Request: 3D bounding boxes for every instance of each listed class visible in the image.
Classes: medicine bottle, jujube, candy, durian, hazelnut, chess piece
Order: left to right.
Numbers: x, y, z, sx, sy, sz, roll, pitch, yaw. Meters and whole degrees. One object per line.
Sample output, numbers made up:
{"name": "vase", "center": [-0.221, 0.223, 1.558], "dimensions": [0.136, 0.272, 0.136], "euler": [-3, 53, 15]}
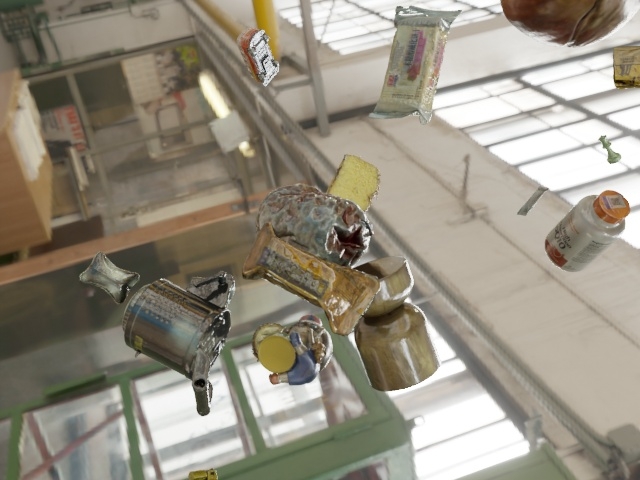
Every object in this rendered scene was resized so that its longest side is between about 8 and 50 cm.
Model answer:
{"name": "durian", "center": [-0.154, 0.307, 2.084], "dimensions": [0.110, 0.140, 0.071], "euler": [35, -39, 2]}
{"name": "candy", "center": [-0.024, 0.080, 1.451], "dimensions": [0.271, 0.143, 0.101], "euler": [27, -13, 5]}
{"name": "jujube", "center": [-0.018, -0.028, 1.795], "dimensions": [0.317, 0.226, 0.226], "euler": [15, -56, 48]}
{"name": "hazelnut", "center": [0.670, -0.680, 1.926], "dimensions": [0.372, 0.372, 0.315], "euler": [-140, -129, -70]}
{"name": "medicine bottle", "center": [0.796, -0.034, 2.137], "dimensions": [0.288, 0.157, 0.157], "euler": [111, -38, -59]}
{"name": "chess piece", "center": [0.830, -0.267, 2.081], "dimensions": [0.093, 0.042, 0.042], "euler": [52, -5, -17]}

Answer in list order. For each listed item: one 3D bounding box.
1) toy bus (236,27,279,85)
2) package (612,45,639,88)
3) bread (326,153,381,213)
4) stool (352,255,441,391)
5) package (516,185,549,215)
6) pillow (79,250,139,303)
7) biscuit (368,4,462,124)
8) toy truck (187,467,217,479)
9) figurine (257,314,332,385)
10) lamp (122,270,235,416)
{"name": "toy bus", "center": [-0.183, -0.535, 2.076], "dimensions": [0.077, 0.079, 0.174], "euler": [27, -22, 29]}
{"name": "package", "center": [0.785, -0.432, 1.838], "dimensions": [0.047, 0.071, 0.131], "euler": [60, 32, -64]}
{"name": "bread", "center": [0.092, -0.148, 2.382], "dimensions": [0.147, 0.160, 0.260], "euler": [-52, -165, 51]}
{"name": "stool", "center": [0.155, 0.191, 1.662], "dimensions": [0.179, 0.179, 0.264], "euler": [-153, -138, -75]}
{"name": "package", "center": [0.563, -0.105, 1.912], "dimensions": [0.015, 0.110, 0.037], "euler": [52, -19, -22]}
{"name": "pillow", "center": [-0.560, 0.099, 1.920], "dimensions": [0.136, 0.091, 0.055], "euler": [35, 15, -10]}
{"name": "biscuit", "center": [0.237, -0.451, 1.852], "dimensions": [0.186, 0.079, 0.309], "euler": [15, -88, 35]}
{"name": "toy truck", "center": [-0.346, 0.705, 2.130], "dimensions": [0.049, 0.083, 0.054], "euler": [-24, -111, 54]}
{"name": "figurine", "center": [-0.053, 0.277, 1.848], "dimensions": [0.158, 0.161, 0.275], "euler": [33, 9, 8]}
{"name": "lamp", "center": [-0.381, 0.237, 1.878], "dimensions": [0.205, 0.272, 0.374], "euler": [95, 5, -53]}
